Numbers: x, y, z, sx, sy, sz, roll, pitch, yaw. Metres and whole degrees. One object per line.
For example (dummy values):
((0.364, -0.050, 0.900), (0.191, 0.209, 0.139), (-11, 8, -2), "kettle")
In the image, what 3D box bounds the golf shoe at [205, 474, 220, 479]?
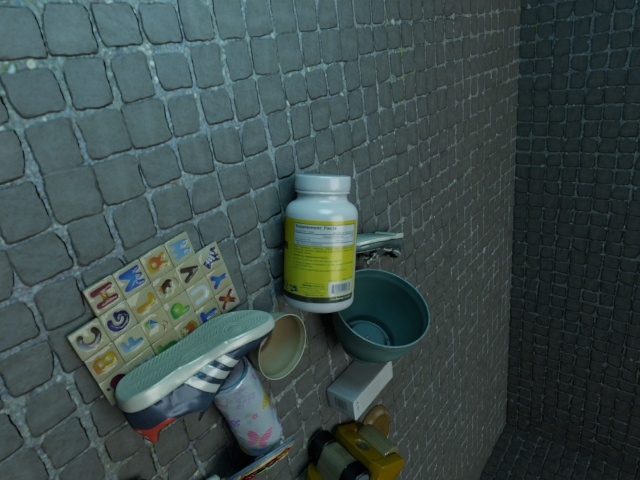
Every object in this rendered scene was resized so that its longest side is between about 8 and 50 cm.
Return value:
((-0.257, 0.657, 1.051), (0.086, 0.069, 0.177), (-33, 124, -49), "golf shoe")

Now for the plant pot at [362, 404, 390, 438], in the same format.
((0.212, 0.763, 1.674), (0.236, 0.032, 0.237), (-17, 112, -48), "plant pot")

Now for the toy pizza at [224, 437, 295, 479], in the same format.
((-0.148, 0.566, 1.085), (0.201, 0.032, 0.201), (-28, 161, -11), "toy pizza")

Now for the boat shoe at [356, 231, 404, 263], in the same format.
((0.181, 0.027, 1.393), (0.319, 0.116, 0.099), (-9, 102, -55), "boat shoe")

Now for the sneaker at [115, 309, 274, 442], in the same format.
((-0.237, 0.276, 0.902), (0.349, 0.131, 0.148), (-27, 116, -34), "sneaker")

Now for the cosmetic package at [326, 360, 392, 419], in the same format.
((0.136, 0.479, 1.447), (0.231, 0.117, 0.086), (-31, 122, -41), "cosmetic package")

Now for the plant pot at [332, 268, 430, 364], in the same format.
((0.165, 0.260, 1.331), (0.293, 0.293, 0.196), (-34, 150, -41), "plant pot")

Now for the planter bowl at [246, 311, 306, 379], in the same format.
((-0.129, 0.248, 1.071), (0.162, 0.109, 0.162), (-16, 112, -47), "planter bowl")

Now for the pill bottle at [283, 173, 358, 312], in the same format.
((0.000, 0.000, 1.107), (0.187, 0.187, 0.335), (-10, 106, -49), "pill bottle")

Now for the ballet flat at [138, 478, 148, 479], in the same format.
((-0.354, 0.651, 0.905), (0.124, 0.116, 0.343), (-47, 128, -65), "ballet flat")

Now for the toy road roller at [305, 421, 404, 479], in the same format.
((0.092, 0.764, 1.406), (0.329, 0.202, 0.241), (10, 103, -46), "toy road roller")

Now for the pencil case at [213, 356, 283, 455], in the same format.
((-0.185, 0.399, 1.032), (0.124, 0.114, 0.273), (-20, 122, -1), "pencil case")

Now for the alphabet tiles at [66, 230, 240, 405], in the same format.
((-0.316, 0.158, 0.887), (0.342, 0.011, 0.286), (-39, 125, -40), "alphabet tiles")
